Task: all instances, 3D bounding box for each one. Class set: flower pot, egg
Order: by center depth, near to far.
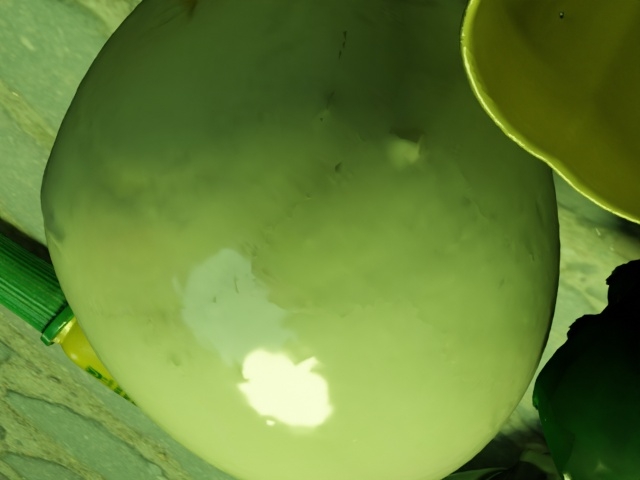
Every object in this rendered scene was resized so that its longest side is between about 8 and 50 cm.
[{"bbox_3d":[0.173,-0.127,0.522,0.195,0.179,0.195,19,146,14],"label":"flower pot"},{"bbox_3d":[0.000,0.000,0.733,0.283,0.283,0.345,-1,129,39],"label":"egg"}]

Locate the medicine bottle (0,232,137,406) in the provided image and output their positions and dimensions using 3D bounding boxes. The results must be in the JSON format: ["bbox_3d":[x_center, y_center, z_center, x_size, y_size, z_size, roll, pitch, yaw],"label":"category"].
[{"bbox_3d":[-0.211,0.089,1.216,0.309,0.076,0.111,33,145,-6],"label":"medicine bottle"}]

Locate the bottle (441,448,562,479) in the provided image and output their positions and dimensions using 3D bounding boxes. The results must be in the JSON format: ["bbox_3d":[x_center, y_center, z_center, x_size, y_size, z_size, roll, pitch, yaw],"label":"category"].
[{"bbox_3d":[0.140,0.285,1.132,0.168,0.168,0.347,39,143,-14],"label":"bottle"}]

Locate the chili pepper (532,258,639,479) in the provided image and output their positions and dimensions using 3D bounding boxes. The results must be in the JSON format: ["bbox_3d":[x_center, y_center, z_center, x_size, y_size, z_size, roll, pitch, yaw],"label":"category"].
[{"bbox_3d":[0.260,0.098,0.720,0.256,0.248,0.233,32,161,15],"label":"chili pepper"}]
